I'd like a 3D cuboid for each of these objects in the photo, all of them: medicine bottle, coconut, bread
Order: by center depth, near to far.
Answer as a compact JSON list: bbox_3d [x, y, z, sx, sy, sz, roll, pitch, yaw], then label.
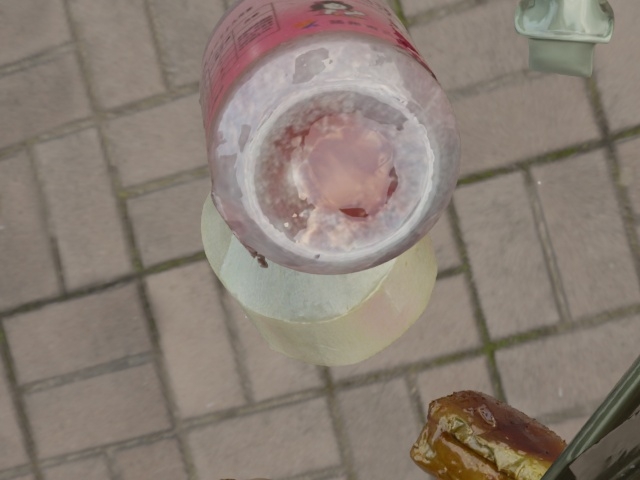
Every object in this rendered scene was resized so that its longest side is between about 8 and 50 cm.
[{"bbox_3d":[-0.004,-0.088,0.780,0.147,0.247,0.147,-3,117,-6],"label":"medicine bottle"},{"bbox_3d":[0.203,0.204,0.990,0.271,0.139,0.077,27,92,22],"label":"bread"},{"bbox_3d":[0.001,0.003,1.243,0.241,0.241,0.241,0,93,10],"label":"coconut"}]

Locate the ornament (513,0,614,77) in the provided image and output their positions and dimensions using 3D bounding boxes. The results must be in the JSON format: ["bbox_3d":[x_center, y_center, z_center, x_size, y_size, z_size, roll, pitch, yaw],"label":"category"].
[{"bbox_3d":[0.266,-0.288,1.399,0.130,0.285,0.120,-3,50,23],"label":"ornament"}]

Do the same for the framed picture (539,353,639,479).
[{"bbox_3d":[0.249,0.042,0.652,0.028,0.446,0.326,42,75,3],"label":"framed picture"}]

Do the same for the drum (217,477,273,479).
[{"bbox_3d":[-0.101,0.371,0.804,0.214,0.431,0.431,-8,91,-21],"label":"drum"}]
